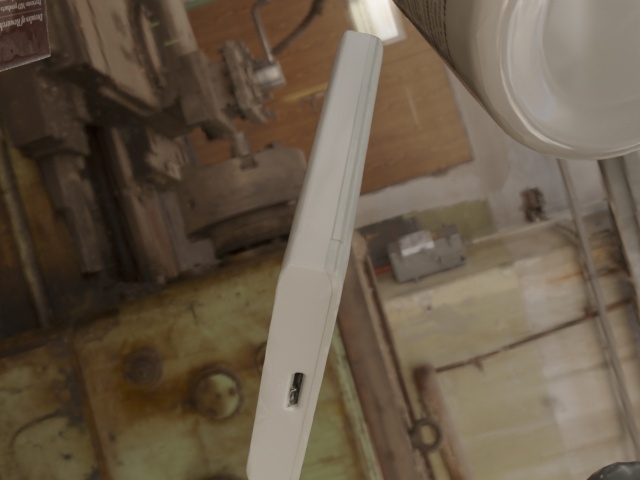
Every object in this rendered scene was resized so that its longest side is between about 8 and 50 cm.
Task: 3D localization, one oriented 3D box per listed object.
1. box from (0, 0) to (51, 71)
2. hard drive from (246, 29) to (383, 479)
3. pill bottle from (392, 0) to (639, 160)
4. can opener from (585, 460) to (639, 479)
[{"bbox_3d":[-0.366,-0.257,0.784,0.167,0.169,0.203,-58,151,-65],"label":"box"},{"bbox_3d":[0.000,0.000,0.656,0.307,0.040,0.203,-77,179,-52],"label":"hard drive"},{"bbox_3d":[0.094,-0.148,0.419,0.229,0.131,0.131,-113,180,-51],"label":"pill bottle"},{"bbox_3d":[0.123,0.114,0.288,0.280,0.093,0.074,113,-18,-47],"label":"can opener"}]
